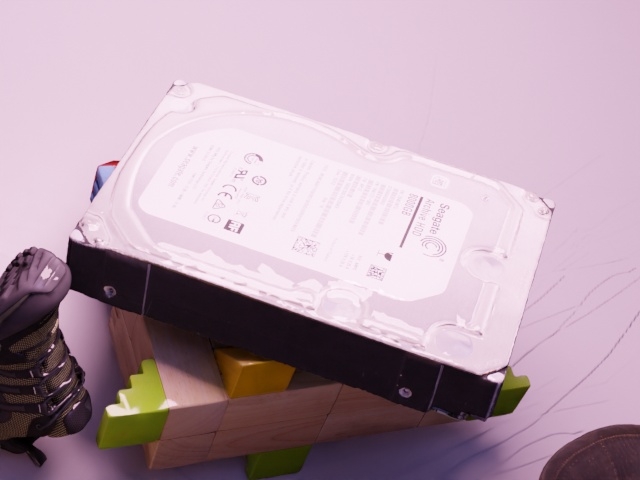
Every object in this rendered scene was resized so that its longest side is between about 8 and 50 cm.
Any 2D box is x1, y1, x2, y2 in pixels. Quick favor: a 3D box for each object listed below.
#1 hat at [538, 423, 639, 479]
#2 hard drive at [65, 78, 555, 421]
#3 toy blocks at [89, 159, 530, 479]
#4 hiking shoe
[{"bbox_3d":[0.252,0.311,1.331,0.331,0.134,0.331,21,53,-30],"label":"hat"},{"bbox_3d":[0.000,0.000,1.262,0.338,0.064,0.237,20,40,6],"label":"hard drive"},{"bbox_3d":[-0.032,0.038,1.367,0.381,0.191,0.261,-6,55,-22],"label":"toy blocks"},{"bbox_3d":[-0.215,0.091,1.230,0.114,0.227,0.086,31,49,-6],"label":"hiking shoe"}]
